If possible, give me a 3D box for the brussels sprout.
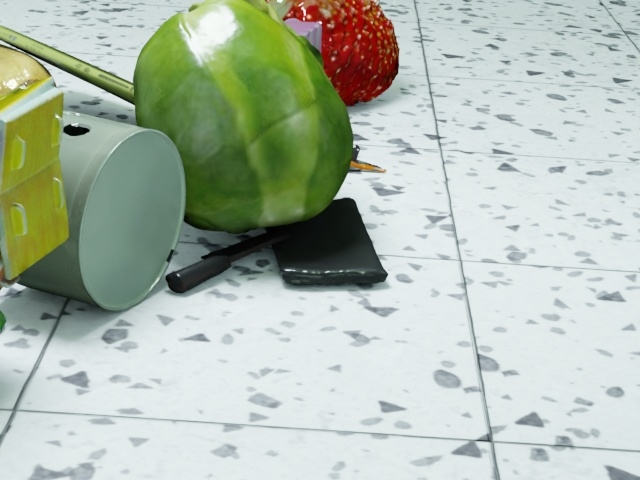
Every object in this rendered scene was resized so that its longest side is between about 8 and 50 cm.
[{"bbox_3d":[-0.107,-0.157,1.899,0.276,0.315,0.371,-29,-8,11],"label":"brussels sprout"}]

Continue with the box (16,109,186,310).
[{"bbox_3d":[-0.287,-0.039,1.692,0.149,0.226,0.226,13,24,23],"label":"box"}]

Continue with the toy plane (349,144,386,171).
[{"bbox_3d":[0.016,-0.147,2.239,0.188,0.062,0.135,6,-5,-1],"label":"toy plane"}]

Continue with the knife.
[{"bbox_3d":[-0.119,0.017,1.824,0.060,0.028,0.230,8,24,44],"label":"knife"}]

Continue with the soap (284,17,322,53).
[{"bbox_3d":[-0.047,-0.262,2.328,0.065,0.203,0.122,9,24,19],"label":"soap"}]

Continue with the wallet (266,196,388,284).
[{"bbox_3d":[0.000,-0.001,1.910,0.146,0.030,0.285,1,22,-9],"label":"wallet"}]

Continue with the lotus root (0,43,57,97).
[{"bbox_3d":[-0.535,-0.255,2.331,0.146,0.131,0.303,-34,36,-21],"label":"lotus root"}]

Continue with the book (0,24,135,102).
[{"bbox_3d":[-0.367,-0.272,2.340,0.352,0.035,0.239,26,2,28],"label":"book"}]

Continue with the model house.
[{"bbox_3d":[-0.442,-0.058,1.439,0.340,0.323,0.300,39,22,-2],"label":"model house"}]

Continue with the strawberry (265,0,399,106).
[{"bbox_3d":[-0.001,-0.389,2.558,0.343,0.292,0.292,-17,29,-35],"label":"strawberry"}]
